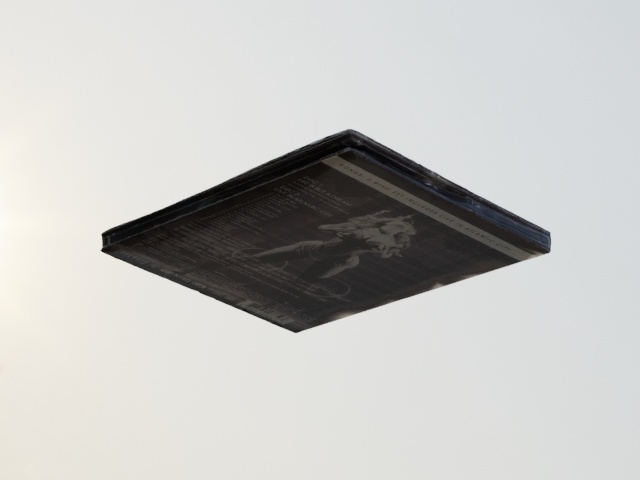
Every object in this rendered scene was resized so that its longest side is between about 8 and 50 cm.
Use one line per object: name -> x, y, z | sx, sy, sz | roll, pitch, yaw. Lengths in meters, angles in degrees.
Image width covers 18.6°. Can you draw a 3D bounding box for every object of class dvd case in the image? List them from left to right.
dvd case -> 0.000, 0.000, 1.156 | 0.164, 0.018, 0.221 | 25, -30, -36
